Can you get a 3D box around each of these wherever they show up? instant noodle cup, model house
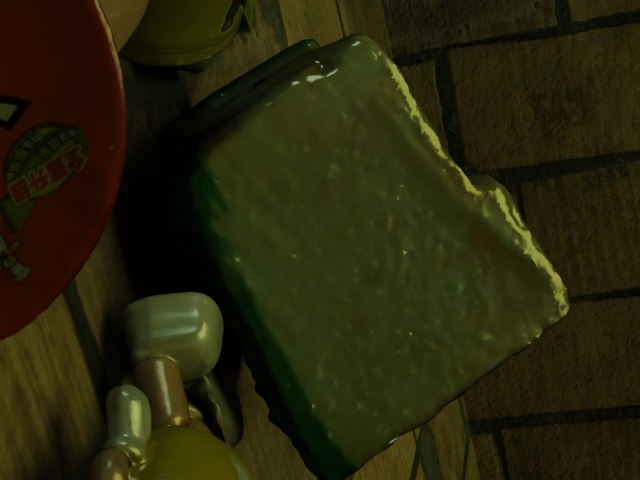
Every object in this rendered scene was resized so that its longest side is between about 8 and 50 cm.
[{"bbox_3d":[-0.219,-0.085,0.580,0.192,0.250,0.250,-108,-176,-69],"label":"instant noodle cup"},{"bbox_3d":[0.000,0.000,1.266,0.382,0.335,0.343,59,-14,-13],"label":"model house"}]

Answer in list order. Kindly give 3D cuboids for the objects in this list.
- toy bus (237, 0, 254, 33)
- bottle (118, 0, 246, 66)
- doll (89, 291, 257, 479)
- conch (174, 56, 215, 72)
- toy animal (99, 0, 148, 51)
[{"bbox_3d":[-0.154,-0.372,1.257,0.139,0.113,0.301,-83,161,-47],"label":"toy bus"},{"bbox_3d":[-0.114,-0.317,0.946,0.351,0.172,0.171,115,-18,-52],"label":"bottle"},{"bbox_3d":[-0.107,0.248,0.989,0.348,0.161,0.423,39,32,-66],"label":"doll"},{"bbox_3d":[-0.147,-0.230,1.230,0.176,0.104,0.094,-14,124,-79],"label":"conch"},{"bbox_3d":[-0.213,-0.251,0.777,0.195,0.256,0.212,4,119,-52],"label":"toy animal"}]
